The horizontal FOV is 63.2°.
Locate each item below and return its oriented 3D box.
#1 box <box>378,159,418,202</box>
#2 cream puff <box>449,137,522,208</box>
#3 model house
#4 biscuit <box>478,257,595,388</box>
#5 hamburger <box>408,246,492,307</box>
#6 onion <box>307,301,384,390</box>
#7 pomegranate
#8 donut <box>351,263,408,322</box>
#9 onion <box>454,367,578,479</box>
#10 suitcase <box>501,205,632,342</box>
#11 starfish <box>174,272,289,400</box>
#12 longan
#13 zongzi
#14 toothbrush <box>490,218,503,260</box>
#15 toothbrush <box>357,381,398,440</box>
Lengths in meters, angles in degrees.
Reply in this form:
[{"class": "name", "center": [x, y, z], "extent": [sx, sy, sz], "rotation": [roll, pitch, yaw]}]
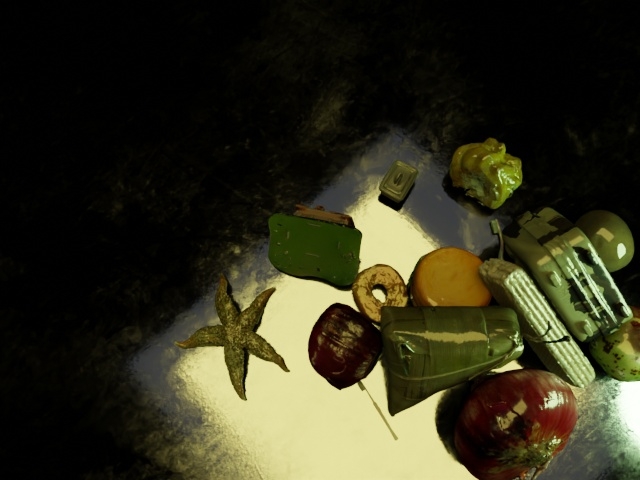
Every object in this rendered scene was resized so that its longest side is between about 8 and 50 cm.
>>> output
[{"class": "box", "center": [0.250, -0.185, 1.674], "extent": [0.089, 0.062, 0.122], "rotation": [30, 78, 11]}, {"class": "cream puff", "center": [0.521, -0.228, 1.615], "extent": [0.221, 0.195, 0.194], "rotation": [37, 80, 8]}, {"class": "model house", "center": [-0.001, -0.001, 1.621], "extent": [0.294, 0.154, 0.207], "rotation": [12, 119, 15]}, {"class": "biscuit", "center": [0.582, 0.222, 1.408], "extent": [0.078, 0.144, 0.426], "rotation": [-41, 108, -4]}, {"class": "hamburger", "center": [0.376, 0.144, 1.521], "extent": [0.246, 0.170, 0.246], "rotation": [0, 62, 0]}, {"class": "onion", "center": [0.059, 0.303, 1.486], "extent": [0.216, 0.207, 0.206], "rotation": [31, 76, 17]}, {"class": "pomegranate", "center": [0.857, 0.273, 1.415], "extent": [0.214, 0.248, 0.214], "rotation": [0, 70, 0]}, {"class": "donut", "center": [0.183, 0.164, 1.584], "extent": [0.162, 0.065, 0.178], "rotation": [-18, 76, 3]}, {"class": "onion", "center": [0.491, 0.461, 1.378], "extent": [0.348, 0.347, 0.285], "rotation": [-26, 38, -3]}, {"class": "suitcase", "center": [0.654, 0.082, 1.444], "extent": [0.194, 0.339, 0.351], "rotation": [-35, 110, 12]}, {"class": "starfish", "center": [-0.237, 0.280, 1.579], "extent": [0.358, 0.078, 0.347], "rotation": [24, 75, 10]}, {"class": "longan", "center": [0.826, 0.001, 1.532], "extent": [0.189, 0.189, 0.189], "rotation": [-1, 75, 4]}, {"class": "zongzi", "center": [0.384, 0.324, 1.376], "extent": [0.447, 0.418, 0.181], "rotation": [-2, 35, 5]}, {"class": "toothbrush", "center": [0.563, 0.062, 1.607], "extent": [0.027, 0.021, 0.269], "rotation": [-10, 74, 14]}, {"class": "toothbrush", "center": [0.167, 0.495, 1.520], "extent": [0.017, 0.014, 0.194], "rotation": [-34, 76, -6]}]
